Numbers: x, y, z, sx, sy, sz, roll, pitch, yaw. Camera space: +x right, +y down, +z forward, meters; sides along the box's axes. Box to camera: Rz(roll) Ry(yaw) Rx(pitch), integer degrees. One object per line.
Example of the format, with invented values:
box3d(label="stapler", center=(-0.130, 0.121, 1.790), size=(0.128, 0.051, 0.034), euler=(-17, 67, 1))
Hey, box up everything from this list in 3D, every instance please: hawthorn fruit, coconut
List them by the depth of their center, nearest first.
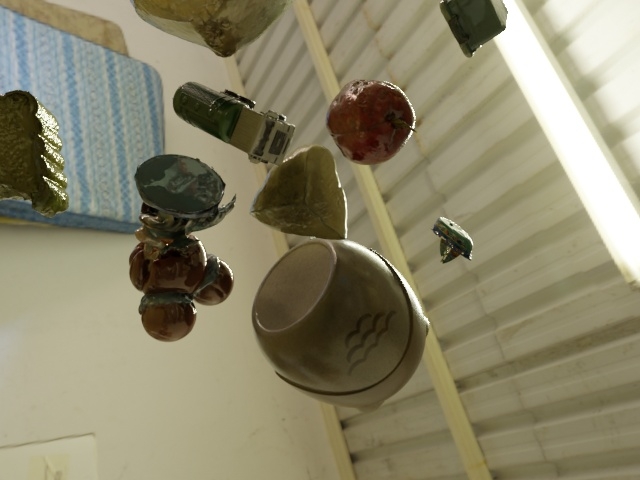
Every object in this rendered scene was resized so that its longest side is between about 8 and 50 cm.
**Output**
box3d(label="coconut", center=(-0.188, -0.517, 0.963), size=(0.346, 0.346, 0.360), euler=(-6, -77, 55))
box3d(label="hawthorn fruit", center=(0.143, -0.347, 1.557), size=(0.262, 0.258, 0.258), euler=(131, -48, -81))

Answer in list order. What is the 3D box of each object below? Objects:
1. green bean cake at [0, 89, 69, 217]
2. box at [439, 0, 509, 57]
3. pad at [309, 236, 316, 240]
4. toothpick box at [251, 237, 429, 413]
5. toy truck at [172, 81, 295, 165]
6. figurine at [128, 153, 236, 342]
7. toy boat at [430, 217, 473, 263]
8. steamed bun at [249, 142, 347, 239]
box3d(label="green bean cake", center=(-0.585, -0.127, 0.961), size=(0.124, 0.236, 0.233), euler=(94, -14, -78))
box3d(label="box", center=(0.389, -0.584, 1.370), size=(0.130, 0.227, 0.162), euler=(-22, -63, 33))
box3d(label="pad", center=(0.000, 0.000, 1.785), size=(0.002, 0.176, 0.266), euler=(7, -67, 21))
box3d(label="toothpick box", center=(0.062, 0.227, 1.419), size=(0.409, 0.425, 0.409), euler=(-32, -146, 25))
box3d(label="toy truck", center=(-0.171, -0.230, 1.028), size=(0.242, 0.125, 0.101), euler=(30, -78, 31))
box3d(label="figurine", center=(-0.322, 0.018, 1.255), size=(0.248, 0.276, 0.388), euler=(36, -49, 11))
box3d(label="toy boat", center=(0.379, 0.019, 1.557), size=(0.110, 0.091, 0.175), euler=(-64, -146, 21))
box3d(label="steamed bun", center=(-0.045, -0.110, 1.201), size=(0.110, 0.231, 0.212), euler=(-68, 165, -76))
